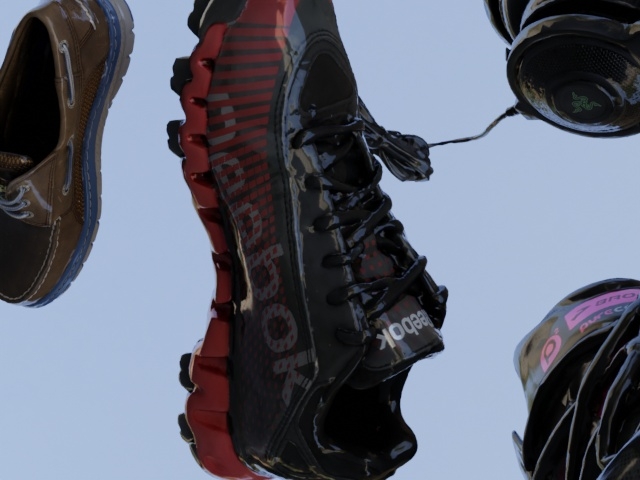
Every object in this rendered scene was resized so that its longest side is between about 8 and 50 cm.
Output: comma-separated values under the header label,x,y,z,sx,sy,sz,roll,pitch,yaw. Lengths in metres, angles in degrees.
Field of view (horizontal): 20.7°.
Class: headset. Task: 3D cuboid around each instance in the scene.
label,x,y,z,sx,sy,sz,roll,pitch,yaw
headset,0.186,-0.187,1.398,0.394,0.185,0.243,-43,-153,23

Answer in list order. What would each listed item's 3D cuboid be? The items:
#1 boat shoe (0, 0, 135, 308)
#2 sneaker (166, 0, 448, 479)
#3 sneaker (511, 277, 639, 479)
label,x,y,z,sx,sy,sz,roll,pitch,yaw
boat shoe,-0.152,-0.045,0.901,0.066,0.066,0.183,24,-66,25
sneaker,0.000,0.000,0.837,0.135,0.098,0.276,15,-66,37
sneaker,0.161,0.118,0.877,0.202,0.185,0.483,61,1,11
